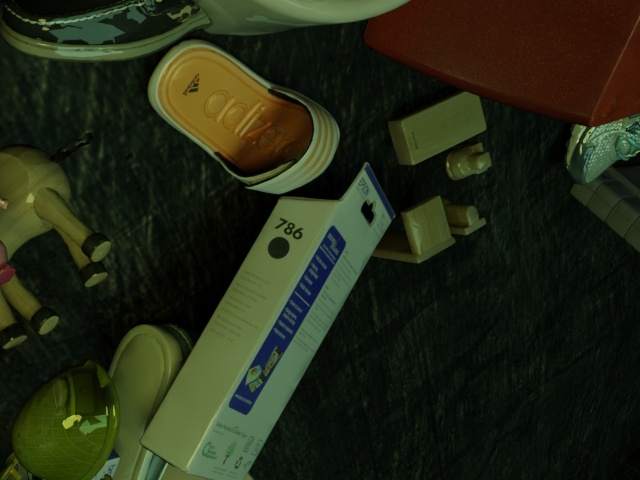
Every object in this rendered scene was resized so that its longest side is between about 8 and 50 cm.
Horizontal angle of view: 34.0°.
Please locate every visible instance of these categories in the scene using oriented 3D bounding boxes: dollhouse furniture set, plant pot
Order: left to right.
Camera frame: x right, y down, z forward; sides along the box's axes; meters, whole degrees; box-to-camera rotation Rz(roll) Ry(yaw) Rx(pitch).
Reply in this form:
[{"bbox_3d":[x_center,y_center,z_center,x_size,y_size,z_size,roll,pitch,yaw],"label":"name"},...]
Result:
[{"bbox_3d":[0.104,-0.077,1.187,0.144,0.123,0.151,-27,109,-30],"label":"dollhouse furniture set"},{"bbox_3d":[0.242,-0.252,0.954,0.267,0.235,0.267,-18,138,-40],"label":"plant pot"}]

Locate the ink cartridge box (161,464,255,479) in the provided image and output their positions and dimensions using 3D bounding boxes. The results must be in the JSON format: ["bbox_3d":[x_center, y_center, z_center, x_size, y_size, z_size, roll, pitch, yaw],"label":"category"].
[{"bbox_3d":[-0.194,0.385,1.260,0.272,0.115,0.198,-34,147,-20],"label":"ink cartridge box"}]

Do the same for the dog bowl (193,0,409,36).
[{"bbox_3d":[-0.008,-0.289,0.622,0.348,0.102,0.349,-18,118,-37],"label":"dog bowl"}]

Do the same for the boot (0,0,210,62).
[{"bbox_3d":[-0.109,-0.226,0.708,0.236,0.085,0.179,-23,137,-34],"label":"boot"}]

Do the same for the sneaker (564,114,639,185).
[{"bbox_3d":[0.445,-0.175,1.400,0.283,0.122,0.110,-47,149,-1],"label":"sneaker"}]

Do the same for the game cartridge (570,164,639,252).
[{"bbox_3d":[0.560,-0.035,1.597,0.355,0.230,0.068,-8,132,-47],"label":"game cartridge"}]

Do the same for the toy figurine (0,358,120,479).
[{"bbox_3d":[-0.328,0.252,0.871,0.217,0.191,0.362,9,136,-37],"label":"toy figurine"}]

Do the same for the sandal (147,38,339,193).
[{"bbox_3d":[-0.052,-0.090,0.931,0.102,0.076,0.265,-52,149,9],"label":"sandal"}]

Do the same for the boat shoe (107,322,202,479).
[{"bbox_3d":[-0.191,0.229,1.089,0.099,0.116,0.320,2,118,-51],"label":"boat shoe"}]

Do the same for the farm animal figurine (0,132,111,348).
[{"bbox_3d":[-0.332,0.059,0.691,0.330,0.172,0.327,-24,155,-46],"label":"farm animal figurine"}]

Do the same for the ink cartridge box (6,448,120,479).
[{"bbox_3d":[-0.270,0.262,1.045,0.046,0.097,0.207,-9,133,-46],"label":"ink cartridge box"}]

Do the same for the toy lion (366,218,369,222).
[{"bbox_3d":[0.000,0.000,1.147,0.096,0.034,0.100,-7,132,-38],"label":"toy lion"}]

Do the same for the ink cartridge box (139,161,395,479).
[{"bbox_3d":[-0.043,0.078,1.035,0.333,0.065,0.165,-59,159,-9],"label":"ink cartridge box"}]
